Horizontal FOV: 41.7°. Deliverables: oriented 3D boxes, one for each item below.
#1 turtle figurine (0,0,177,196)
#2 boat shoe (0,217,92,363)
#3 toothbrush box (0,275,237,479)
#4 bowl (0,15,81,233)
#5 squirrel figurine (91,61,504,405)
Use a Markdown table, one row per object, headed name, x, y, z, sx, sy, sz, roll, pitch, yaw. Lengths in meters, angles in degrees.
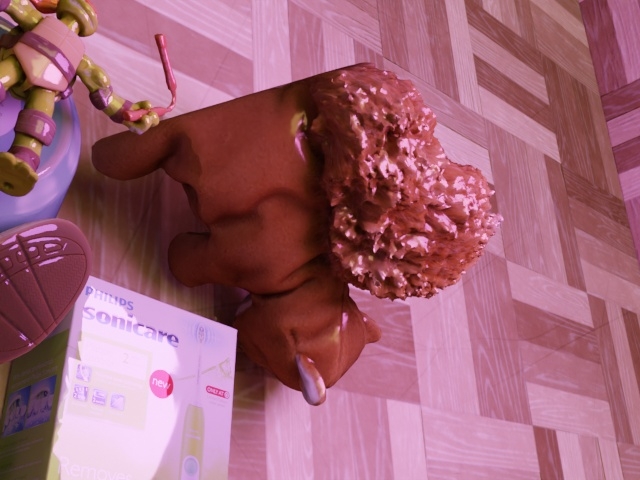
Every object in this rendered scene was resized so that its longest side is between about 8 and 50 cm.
| name | x | y | z | sx | sy | sz | roll | pitch | yaw |
| --- | --- | --- | --- | --- | --- | --- | --- | --- | --- |
| turtle figurine | -0.261 | -0.161 | 0.743 | 0.269 | 0.087 | 0.217 | 49 | 48 | -33 |
| boat shoe | -0.337 | 0.077 | 0.736 | 0.302 | 0.098 | 0.109 | -45 | 128 | -32 |
| toothbrush box | -0.205 | 0.206 | 0.849 | 0.206 | 0.122 | 0.283 | 27 | 51 | -38 |
| bowl | -0.357 | -0.104 | 0.803 | 0.311 | 0.163 | 0.312 | 24 | 55 | -40 |
| squirrel figurine | 0.000 | 0.000 | 0.987 | 0.281 | 0.396 | 0.371 | -35 | 112 | -60 |
